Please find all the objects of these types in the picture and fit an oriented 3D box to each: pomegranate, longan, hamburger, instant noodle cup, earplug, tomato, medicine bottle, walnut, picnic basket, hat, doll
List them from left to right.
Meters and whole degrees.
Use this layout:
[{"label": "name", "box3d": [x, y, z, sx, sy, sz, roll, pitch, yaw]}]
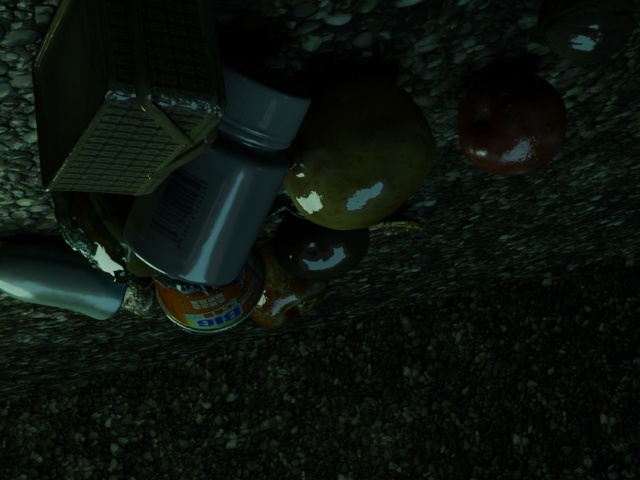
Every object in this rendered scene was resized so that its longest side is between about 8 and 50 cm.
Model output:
[{"label": "earplug", "box3d": [-0.645, 0.080, 1.871, 0.185, 0.185, 0.324, -25, 154, 35]}, {"label": "hamburger", "box3d": [-0.367, -0.057, 1.432, 0.134, 0.265, 0.285, -19, 165, 10]}, {"label": "picnic basket", "box3d": [-0.260, -0.213, 1.064, 0.175, 0.228, 0.313, 1, 159, -34]}, {"label": "doll", "box3d": [-0.536, 0.173, 2.335, 0.115, 0.105, 0.221, -13, 163, -6]}, {"label": "instant noodle cup", "box3d": [-0.285, 0.057, 1.875, 0.296, 0.296, 0.214, -13, 156, 0]}, {"label": "medicine bottle", "box3d": [-0.164, -0.118, 1.257, 0.208, 0.208, 0.339, 6, 117, -47]}, {"label": "hat", "box3d": [-0.097, -0.114, 1.831, 0.166, 0.144, 0.173, -11, 120, -26]}, {"label": "tomato", "box3d": [-0.112, 0.114, 2.264, 0.270, 0.222, 0.270, -34, 165, -10]}, {"label": "longan", "box3d": [0.000, 0.000, 1.984, 0.246, 0.215, 0.246, -31, 157, -15]}, {"label": "pomegranate", "box3d": [0.066, -0.160, 1.435, 0.307, 0.307, 0.307, -12, 163, -4]}, {"label": "tomato", "box3d": [0.379, -0.228, 1.536, 0.184, 0.208, 0.208, 9, 154, -36]}, {"label": "walnut", "box3d": [0.430, -0.358, 1.263, 0.162, 0.140, 0.140, -4, 162, -39]}]

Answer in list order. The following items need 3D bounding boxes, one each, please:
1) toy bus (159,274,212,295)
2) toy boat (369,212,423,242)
[{"label": "toy bus", "box3d": [-0.351, 0.000, 1.710, 0.271, 0.164, 0.133, 18, 161, 10]}, {"label": "toy boat", "box3d": [0.144, -0.016, 2.254, 0.318, 0.099, 0.141, -23, 164, 23]}]
